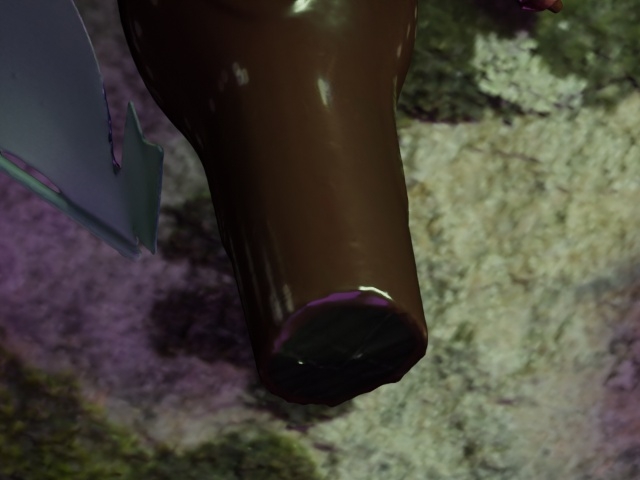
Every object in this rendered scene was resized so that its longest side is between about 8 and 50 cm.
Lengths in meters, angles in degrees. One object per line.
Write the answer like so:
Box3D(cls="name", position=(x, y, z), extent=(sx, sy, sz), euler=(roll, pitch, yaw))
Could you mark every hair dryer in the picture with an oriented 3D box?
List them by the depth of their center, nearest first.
Box3D(cls="hair dryer", position=(0.000, 0.000, 0.756), extent=(0.123, 0.312, 0.340), euler=(-12, 141, 0))

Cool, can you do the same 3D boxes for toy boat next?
Box3D(cls="toy boat", position=(-0.196, -0.082, 0.702), extent=(0.210, 0.070, 0.291), euler=(-33, 97, 34))

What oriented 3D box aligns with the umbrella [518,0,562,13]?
Box3D(cls="umbrella", position=(0.059, -0.158, 0.799), extent=(0.165, 0.025, 0.027), euler=(38, 86, -29))
